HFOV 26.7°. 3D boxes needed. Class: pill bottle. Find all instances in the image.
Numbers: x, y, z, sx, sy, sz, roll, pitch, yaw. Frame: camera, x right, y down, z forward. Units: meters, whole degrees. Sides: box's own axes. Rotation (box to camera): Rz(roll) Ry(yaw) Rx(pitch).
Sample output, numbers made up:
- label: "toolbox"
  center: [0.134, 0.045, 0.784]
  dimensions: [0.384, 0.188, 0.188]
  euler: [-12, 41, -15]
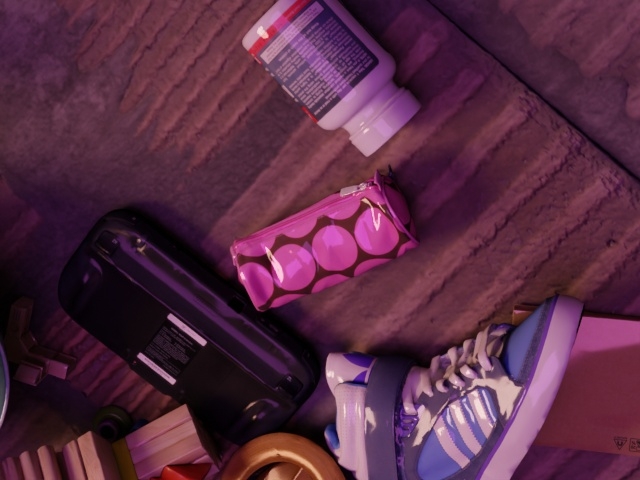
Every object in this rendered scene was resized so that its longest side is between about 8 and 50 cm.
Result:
- label: "pill bottle"
  center: [0.015, -0.178, 1.412]
  dimensions: [0.108, 0.108, 0.180]
  euler: [-42, 94, 20]

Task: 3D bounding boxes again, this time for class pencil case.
- label: "pencil case"
  center: [0.000, 0.000, 1.482]
  dimensions: [0.209, 0.095, 0.098]
  euler: [-26, 135, 16]

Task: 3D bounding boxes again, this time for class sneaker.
- label: "sneaker"
  center: [0.122, 0.155, 1.469]
  dimensions: [0.236, 0.130, 0.322]
  euler: [26, 121, 7]

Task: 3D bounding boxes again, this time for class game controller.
- label: "game controller"
  center: [-0.157, 0.107, 1.572]
  dimensions: [0.319, 0.067, 0.166]
  euler: [39, 125, -1]

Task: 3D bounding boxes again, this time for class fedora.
- label: "fedora"
  center: [-0.030, 0.312, 1.577]
  dimensions: [0.194, 0.079, 0.194]
  euler: [3, 95, 32]

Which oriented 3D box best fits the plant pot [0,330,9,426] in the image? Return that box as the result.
- label: "plant pot"
  center: [-0.498, 0.125, 1.553]
  dimensions: [0.290, 0.195, 0.290]
  euler: [-3, 109, -7]

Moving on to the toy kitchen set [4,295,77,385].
- label: "toy kitchen set"
  center: [-0.336, 0.122, 1.602]
  dimensions: [0.083, 0.068, 0.075]
  euler: [18, 110, 6]

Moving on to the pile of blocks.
- label: "pile of blocks"
  center: [-0.274, 0.303, 1.530]
  dimensions: [0.362, 0.112, 0.149]
  euler: [-11, 137, -16]

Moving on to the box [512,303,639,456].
- label: "box"
  center: [0.310, 0.158, 1.501]
  dimensions: [0.201, 0.021, 0.164]
  euler: [5, 108, 11]

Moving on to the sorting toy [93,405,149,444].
- label: "sorting toy"
  center: [-0.235, 0.245, 1.633]
  dimensions: [0.102, 0.042, 0.061]
  euler: [44, 110, -4]
